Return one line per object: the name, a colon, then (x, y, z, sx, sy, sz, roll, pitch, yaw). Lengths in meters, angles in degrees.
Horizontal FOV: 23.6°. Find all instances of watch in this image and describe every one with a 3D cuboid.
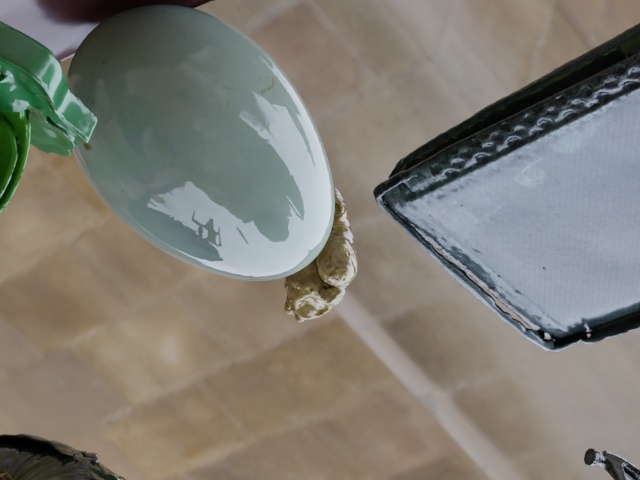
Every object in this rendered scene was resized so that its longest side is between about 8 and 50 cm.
watch: (-0.243, -0.065, 1.035, 0.131, 0.165, 0.152, 19, -113, 19)

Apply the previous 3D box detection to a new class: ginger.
ginger: (-0.003, 0.014, 1.648, 0.081, 0.115, 0.205, -4, -147, -4)

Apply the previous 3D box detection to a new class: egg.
egg: (-0.096, -0.076, 1.262, 0.183, 0.264, 0.183, -38, -163, 13)

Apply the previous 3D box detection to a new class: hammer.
hammer: (0.355, 0.312, 1.672, 0.021, 0.078, 0.201, -51, -141, 28)

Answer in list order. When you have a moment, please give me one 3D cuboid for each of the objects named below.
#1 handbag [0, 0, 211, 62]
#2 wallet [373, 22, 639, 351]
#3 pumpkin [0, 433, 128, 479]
handbag: (-0.173, -0.236, 1.183, 0.276, 0.260, 0.084, -19, -108, 16)
wallet: (0.239, -0.043, 1.111, 0.342, 0.237, 0.075, -28, -147, 38)
pumpkin: (-0.274, 0.314, 1.354, 0.328, 0.257, 0.291, -2, -153, 25)
